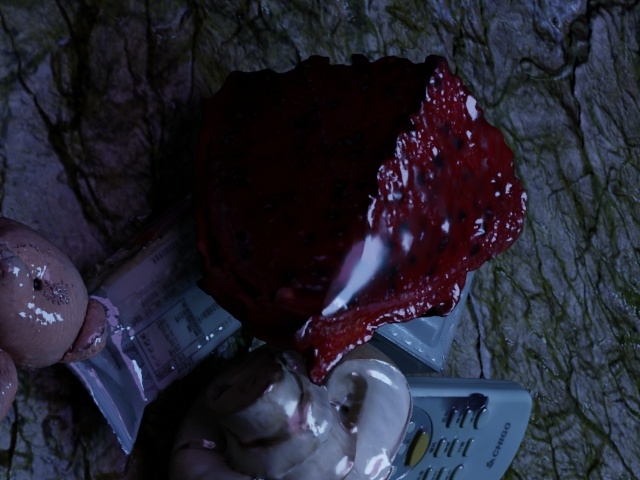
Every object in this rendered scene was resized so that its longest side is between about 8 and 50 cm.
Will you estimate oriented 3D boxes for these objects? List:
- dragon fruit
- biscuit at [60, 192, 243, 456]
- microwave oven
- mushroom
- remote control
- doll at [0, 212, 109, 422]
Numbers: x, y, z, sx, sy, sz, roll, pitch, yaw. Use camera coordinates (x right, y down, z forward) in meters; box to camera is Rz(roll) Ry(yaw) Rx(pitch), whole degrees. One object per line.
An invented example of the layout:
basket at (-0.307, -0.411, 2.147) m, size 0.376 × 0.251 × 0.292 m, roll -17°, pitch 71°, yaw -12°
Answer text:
dragon fruit at (0.004, 0.006, 1.647) m, size 0.228 × 0.286 × 0.329 m, roll 52°, pitch 51°, yaw -45°
biscuit at (-0.146, 0.048, 1.661) m, size 0.309 × 0.079 × 0.186 m, roll -41°, pitch 106°, yaw -39°
microwave oven at (0.075, 0.026, 1.813) m, size 0.122 × 0.162 × 0.208 m, roll 34°, pitch 64°, yaw -32°
mushroom at (-0.054, 0.186, 1.633) m, size 0.253 × 0.189 × 0.195 m, roll -52°, pitch 126°, yaw -21°
remote control at (0.108, 0.215, 1.837) m, size 0.296 × 0.056 × 0.140 m, roll 6°, pitch 114°, yaw -41°
doll at (-0.324, 0.075, 1.415) m, size 0.201 × 0.156 × 0.303 m, roll 39°, pitch 49°, yaw 11°
